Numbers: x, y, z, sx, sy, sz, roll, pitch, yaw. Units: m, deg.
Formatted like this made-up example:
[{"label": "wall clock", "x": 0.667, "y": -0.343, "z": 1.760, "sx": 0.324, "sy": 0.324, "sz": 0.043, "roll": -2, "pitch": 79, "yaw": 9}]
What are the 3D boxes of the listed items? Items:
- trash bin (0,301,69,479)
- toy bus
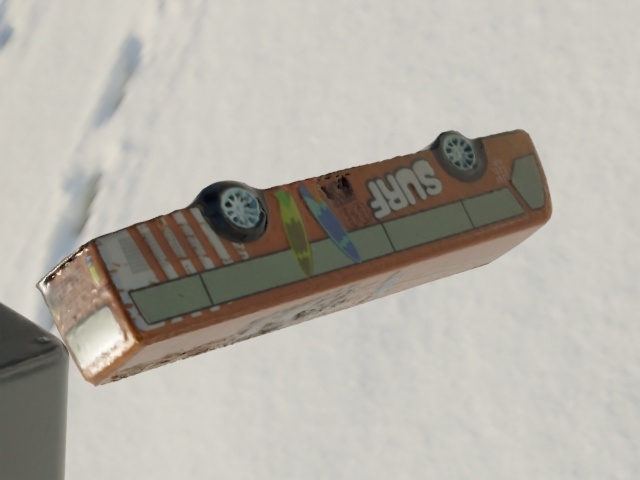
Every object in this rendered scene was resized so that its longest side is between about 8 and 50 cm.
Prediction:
[{"label": "trash bin", "x": -0.206, "y": 0.136, "z": 0.876, "sx": 0.176, "sy": 0.101, "sz": 0.236, "roll": 27, "pitch": 120, "yaw": 37}, {"label": "toy bus", "x": 0.000, "y": 0.000, "z": 1.214, "sx": 0.093, "sy": 0.408, "sz": 0.092, "roll": -40, "pitch": 72, "yaw": 47}]
